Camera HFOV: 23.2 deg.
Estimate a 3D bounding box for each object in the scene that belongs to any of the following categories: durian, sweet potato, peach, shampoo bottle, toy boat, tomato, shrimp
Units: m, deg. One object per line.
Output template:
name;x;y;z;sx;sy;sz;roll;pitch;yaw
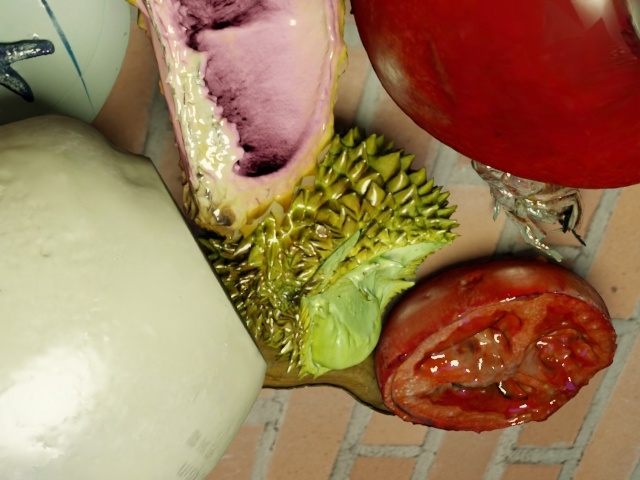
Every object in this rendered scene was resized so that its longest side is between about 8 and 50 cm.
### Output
durian;-0.075;-0.173;1.135;0.191;0.112;0.341;-29;107;-39
sweet potato;-0.007;0.116;1.468;0.233;0.062;0.081;14;139;-28
durian;-0.001;0.001;1.281;0.200;0.176;0.237;-47;171;-19
peach;0.193;-0.221;1.074;0.335;0.310;0.405;0;121;-24
shampoo bottle;-0.213;0.080;1.124;0.317;0.322;0.322;-40;129;-3
toy boat;-0.250;-0.142;1.191;0.210;0.070;0.291;2;124;-22
tomato;0.157;0.089;1.465;0.228;0.101;0.228;-8;138;-7
shrimp;0.192;-0.043;1.384;0.073;0.075;0.190;-57;138;-9
